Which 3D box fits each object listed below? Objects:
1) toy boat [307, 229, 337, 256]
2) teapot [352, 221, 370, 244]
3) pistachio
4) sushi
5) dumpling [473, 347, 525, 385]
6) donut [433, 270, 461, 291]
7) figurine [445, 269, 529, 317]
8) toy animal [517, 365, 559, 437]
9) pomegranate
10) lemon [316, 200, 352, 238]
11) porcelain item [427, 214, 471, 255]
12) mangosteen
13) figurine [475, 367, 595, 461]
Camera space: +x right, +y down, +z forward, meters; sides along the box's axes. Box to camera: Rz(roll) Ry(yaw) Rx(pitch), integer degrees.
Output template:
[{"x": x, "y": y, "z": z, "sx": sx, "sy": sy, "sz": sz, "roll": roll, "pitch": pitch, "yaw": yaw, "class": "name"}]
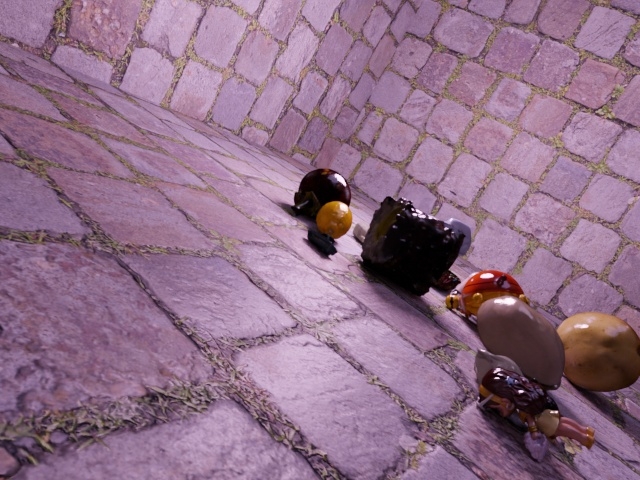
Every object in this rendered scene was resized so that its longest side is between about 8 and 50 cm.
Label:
[{"x": 0.000, "y": 0.000, "z": 1.597, "sx": 0.141, "sy": 0.060, "sz": 0.055, "roll": 34, "pitch": -12, "yaw": 41, "class": "toy boat"}, {"x": 0.207, "y": -0.010, "z": 2.058, "sx": 0.107, "sy": 0.077, "sz": 0.200, "roll": 18, "pitch": 17, "yaw": -32, "class": "teapot"}, {"x": 0.641, "y": 0.320, "z": 1.497, "sx": 0.226, "sy": 0.208, "sz": 0.332, "roll": -26, "pitch": 61, "yaw": -21, "class": "pistachio"}, {"x": 0.321, "y": 0.021, "z": 1.717, "sx": 0.294, "sy": 0.300, "sz": 0.281, "roll": 29, "pitch": -10, "yaw": -17, "class": "sushi"}, {"x": 0.436, "y": 0.337, "z": 1.181, "sx": 0.169, "sy": 0.100, "sz": 0.134, "roll": 31, "pitch": -12, "yaw": -10, "class": "dumpling"}, {"x": 0.512, "y": 0.145, "z": 2.109, "sx": 0.235, "sy": 0.089, "sz": 0.235, "roll": 29, "pitch": 13, "yaw": -7, "class": "donut"}, {"x": 0.641, "y": 0.209, "z": 1.794, "sx": 0.319, "sy": 0.196, "sz": 0.323, "roll": 0, "pitch": -1, "yaw": 1, "class": "figurine"}, {"x": 0.542, "y": 0.403, "z": 1.155, "sx": 0.105, "sy": 0.070, "sz": 0.202, "roll": 56, "pitch": 4, "yaw": -37, "class": "toy animal"}, {"x": 1.021, "y": 0.421, "z": 1.761, "sx": 0.319, "sy": 0.319, "sz": 0.319, "roll": 29, "pitch": 12, "yaw": -7, "class": "pomegranate"}, {"x": 0.052, "y": -0.076, "z": 1.821, "sx": 0.142, "sy": 0.142, "sz": 0.187, "roll": 30, "pitch": 29, "yaw": -2, "class": "lemon"}, {"x": 0.495, "y": -0.016, "z": 2.247, "sx": 0.242, "sy": 0.179, "sz": 0.405, "roll": 21, "pitch": -12, "yaw": -35, "class": "porcelain item"}, {"x": -0.005, "y": -0.169, "z": 1.952, "sx": 0.231, "sy": 0.231, "sz": 0.289, "roll": 32, "pitch": 43, "yaw": 11, "class": "mangosteen"}, {"x": 0.463, "y": 0.375, "z": 1.031, "sx": 0.240, "sy": 0.116, "sz": 0.174, "roll": 36, "pitch": 14, "yaw": 23, "class": "figurine"}]
